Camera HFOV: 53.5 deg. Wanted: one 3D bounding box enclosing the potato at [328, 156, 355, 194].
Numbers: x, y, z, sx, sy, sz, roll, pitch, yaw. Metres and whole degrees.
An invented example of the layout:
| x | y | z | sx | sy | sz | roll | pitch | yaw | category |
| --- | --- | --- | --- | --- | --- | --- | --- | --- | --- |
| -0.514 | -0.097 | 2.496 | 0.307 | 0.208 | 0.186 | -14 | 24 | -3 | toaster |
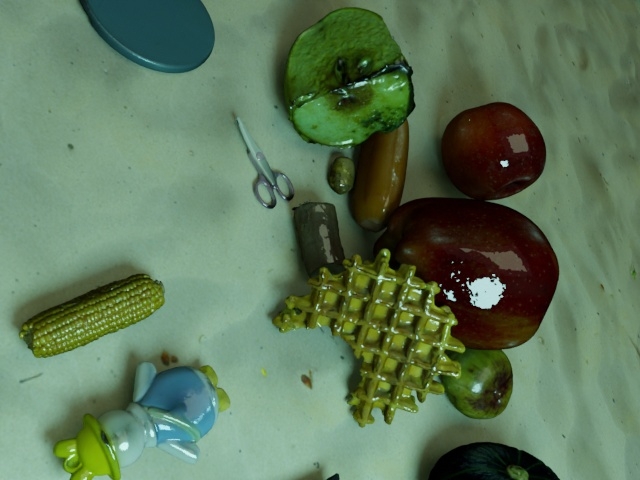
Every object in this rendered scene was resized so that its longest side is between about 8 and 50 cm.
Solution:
| x | y | z | sx | sy | sz | roll | pitch | yaw | category |
| --- | --- | --- | --- | --- | --- | --- | --- | --- | --- |
| 0.042 | -0.127 | 1.236 | 0.051 | 0.040 | 0.083 | 27 | 58 | -25 | potato |

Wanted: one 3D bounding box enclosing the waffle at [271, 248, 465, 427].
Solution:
| x | y | z | sx | sy | sz | roll | pitch | yaw | category |
| --- | --- | --- | --- | --- | --- | --- | --- | --- | --- |
| 0.093 | 0.151 | 1.042 | 0.293 | 0.260 | 0.069 | 53 | 16 | -11 | waffle |

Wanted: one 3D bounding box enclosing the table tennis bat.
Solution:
| x | y | z | sx | sy | sz | roll | pitch | yaw | category |
| --- | --- | --- | --- | --- | --- | --- | --- | --- | --- |
| -0.328 | -0.414 | 1.085 | 0.329 | 0.044 | 0.215 | 30 | 57 | -26 | table tennis bat |

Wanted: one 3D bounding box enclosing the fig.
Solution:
| x | y | z | sx | sy | sz | roll | pitch | yaw | category |
| --- | --- | --- | --- | --- | --- | --- | --- | --- | --- |
| 0.301 | 0.263 | 1.211 | 0.136 | 0.121 | 0.152 | 30 | 55 | -29 | fig |

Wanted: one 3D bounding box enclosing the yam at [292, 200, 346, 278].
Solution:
| x | y | z | sx | sy | sz | roll | pitch | yaw | category |
| --- | --- | --- | --- | --- | --- | --- | --- | --- | --- |
| 0.000 | -0.001 | 1.128 | 0.084 | 0.084 | 0.127 | 0 | 68 | -37 | yam |

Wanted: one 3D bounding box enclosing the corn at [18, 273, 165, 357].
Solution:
| x | y | z | sx | sy | sz | roll | pitch | yaw | category |
| --- | --- | --- | --- | --- | --- | --- | --- | --- | --- |
| -0.302 | 0.099 | 0.867 | 0.207 | 0.068 | 0.068 | -24 | 86 | -41 | corn |

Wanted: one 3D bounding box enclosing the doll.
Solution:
| x | y | z | sx | sy | sz | roll | pitch | yaw | category |
| --- | --- | --- | --- | --- | --- | --- | --- | --- | --- |
| -0.227 | 0.240 | 0.845 | 0.241 | 0.099 | 0.135 | -22 | 108 | -39 | doll |

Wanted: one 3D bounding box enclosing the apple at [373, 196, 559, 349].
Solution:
| x | y | z | sx | sy | sz | roll | pitch | yaw | category |
| --- | --- | --- | --- | --- | --- | --- | --- | --- | --- |
| 0.262 | 0.059 | 1.163 | 0.317 | 0.288 | 0.288 | 11 | 63 | -12 | apple |

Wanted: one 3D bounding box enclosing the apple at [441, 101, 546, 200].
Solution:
| x | y | z | sx | sy | sz | roll | pitch | yaw | category |
| --- | --- | --- | --- | --- | --- | --- | --- | --- | --- |
| 0.380 | -0.195 | 1.402 | 0.218 | 0.218 | 0.201 | -9 | 79 | -39 | apple |

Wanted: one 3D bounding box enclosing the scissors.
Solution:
| x | y | z | sx | sy | sz | roll | pitch | yaw | category |
| --- | --- | --- | --- | --- | --- | --- | --- | --- | --- |
| -0.110 | -0.143 | 1.142 | 0.085 | 0.022 | 0.176 | -29 | 92 | -39 | scissors |

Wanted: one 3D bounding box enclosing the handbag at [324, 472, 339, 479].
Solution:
| x | y | z | sx | sy | sz | roll | pitch | yaw | category |
| --- | --- | --- | --- | --- | --- | --- | --- | --- | --- |
| -0.031 | 0.484 | 0.895 | 0.211 | 0.089 | 0.254 | -1 | 76 | -39 | handbag |

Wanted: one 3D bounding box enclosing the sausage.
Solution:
| x | y | z | sx | sy | sz | roll | pitch | yaw | category |
| --- | --- | --- | --- | --- | --- | --- | --- | --- | --- |
| 0.122 | -0.144 | 1.261 | 0.105 | 0.105 | 0.274 | 26 | 59 | -26 | sausage |

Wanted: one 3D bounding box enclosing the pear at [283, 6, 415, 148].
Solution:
| x | y | z | sx | sy | sz | roll | pitch | yaw | category |
| --- | --- | --- | --- | --- | --- | --- | --- | --- | --- |
| 0.036 | -0.323 | 1.239 | 0.164 | 0.239 | 0.255 | 60 | 8 | -54 | pear |

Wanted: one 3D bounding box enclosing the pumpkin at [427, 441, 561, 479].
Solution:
| x | y | z | sx | sy | sz | roll | pitch | yaw | category |
| --- | --- | --- | --- | --- | --- | --- | --- | --- | --- |
| 0.291 | 0.477 | 1.073 | 0.248 | 0.248 | 0.247 | 15 | 63 | -31 | pumpkin |
